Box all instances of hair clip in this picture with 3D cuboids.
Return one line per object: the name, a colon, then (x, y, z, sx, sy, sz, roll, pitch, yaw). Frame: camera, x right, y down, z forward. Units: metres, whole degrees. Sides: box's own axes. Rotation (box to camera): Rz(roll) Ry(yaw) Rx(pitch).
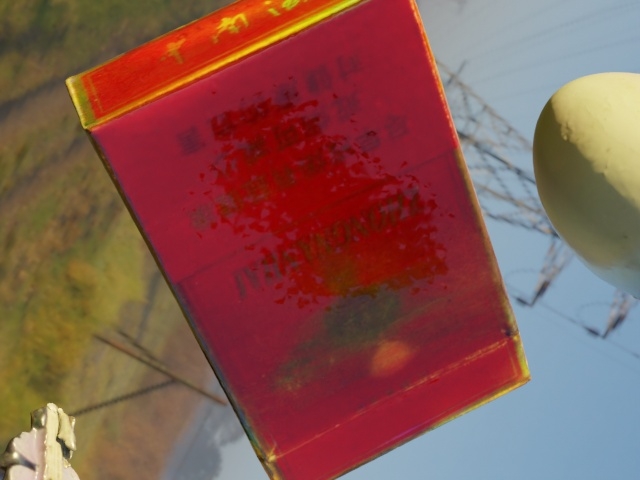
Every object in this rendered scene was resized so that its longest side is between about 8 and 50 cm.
hair clip: (-0.231, 0.255, 0.976, 0.084, 0.106, 0.292, -42, -142, 22)

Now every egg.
egg: (0.438, -0.077, 1.559, 0.283, 0.345, 0.283, -47, 167, -14)

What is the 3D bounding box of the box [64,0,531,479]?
box: (-0.001, 0.000, 0.740, 0.197, 0.313, 0.089, -26, -147, -6)
